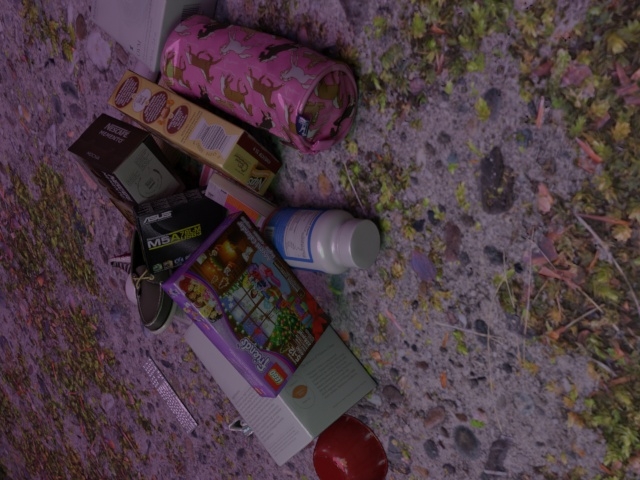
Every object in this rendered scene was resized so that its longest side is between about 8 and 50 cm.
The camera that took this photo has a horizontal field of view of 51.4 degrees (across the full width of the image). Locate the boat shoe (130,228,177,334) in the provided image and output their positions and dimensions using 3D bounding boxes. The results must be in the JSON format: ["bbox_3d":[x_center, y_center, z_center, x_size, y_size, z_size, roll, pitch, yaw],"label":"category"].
[{"bbox_3d":[-0.409,0.081,1.599,0.109,0.091,0.305,-25,50,18],"label":"boat shoe"}]

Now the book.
[{"bbox_3d":[-0.168,-0.078,1.372,0.144,0.035,0.096,31,158,-6],"label":"book"}]

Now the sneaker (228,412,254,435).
[{"bbox_3d":[-0.148,0.449,1.648,0.212,0.094,0.080,-25,91,46],"label":"sneaker"}]

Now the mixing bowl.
[{"bbox_3d":[0.050,0.492,1.483,0.181,0.098,0.182,19,122,34],"label":"mixing bowl"}]

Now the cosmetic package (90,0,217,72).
[{"bbox_3d":[-0.334,-0.497,1.331,0.224,0.138,0.224,41,132,23],"label":"cosmetic package"}]

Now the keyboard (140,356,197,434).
[{"bbox_3d":[-0.456,0.466,2.001,0.256,0.014,0.072,51,135,11],"label":"keyboard"}]

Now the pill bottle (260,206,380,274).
[{"bbox_3d":[0.000,0.000,1.271,0.221,0.124,0.124,6,114,41],"label":"pill bottle"}]

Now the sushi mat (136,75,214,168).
[{"bbox_3d":[-0.343,-0.280,1.529,0.151,0.019,0.316,55,136,9],"label":"sushi mat"}]

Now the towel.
[{"bbox_3d":[-0.191,-0.112,1.466,0.197,0.029,0.144,46,137,17],"label":"towel"}]

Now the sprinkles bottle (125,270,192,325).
[{"bbox_3d":[-0.335,0.145,1.654,0.355,0.121,0.121,13,118,39],"label":"sprinkles bottle"}]

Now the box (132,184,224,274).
[{"bbox_3d":[-0.306,-0.023,1.472,0.045,0.190,0.184,57,155,37],"label":"box"}]

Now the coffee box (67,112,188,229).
[{"bbox_3d":[-0.402,-0.124,1.493,0.168,0.119,0.297,26,157,31],"label":"coffee box"}]

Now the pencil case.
[{"bbox_3d":[-0.121,-0.291,1.221,0.386,0.167,0.160,29,161,30],"label":"pencil case"}]

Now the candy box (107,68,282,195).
[{"bbox_3d":[-0.251,-0.215,1.336,0.316,0.183,0.088,31,87,24],"label":"candy box"}]

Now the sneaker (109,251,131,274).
[{"bbox_3d":[-0.519,0.074,1.832,0.170,0.063,0.075,-3,101,39],"label":"sneaker"}]

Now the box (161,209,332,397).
[{"bbox_3d":[-0.127,0.120,1.241,0.057,0.201,0.293,-12,122,51],"label":"box"}]

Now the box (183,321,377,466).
[{"bbox_3d":[-0.089,0.254,1.410,0.345,0.215,0.168,51,136,12],"label":"box"}]

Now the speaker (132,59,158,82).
[{"bbox_3d":[-0.380,-0.393,1.482,0.055,0.055,0.136,53,136,10],"label":"speaker"}]
